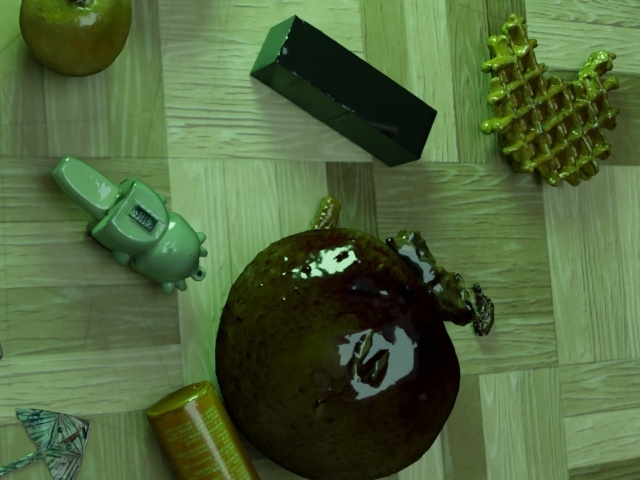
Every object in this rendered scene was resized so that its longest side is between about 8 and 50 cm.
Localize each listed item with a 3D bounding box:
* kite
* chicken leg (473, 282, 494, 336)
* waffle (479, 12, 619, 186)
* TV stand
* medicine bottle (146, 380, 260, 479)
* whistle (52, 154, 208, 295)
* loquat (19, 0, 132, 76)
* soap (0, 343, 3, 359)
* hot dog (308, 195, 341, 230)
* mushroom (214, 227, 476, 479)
[{"bbox_3d":[-0.345,0.267,1.440,0.152,0.005,0.137,-34,101,-29],"label":"kite"},{"bbox_3d":[0.254,0.108,1.815,0.036,0.021,0.083,5,81,-21],"label":"chicken leg"},{"bbox_3d":[0.373,-0.217,1.907,0.293,0.069,0.259,15,78,-32],"label":"waffle"},{"bbox_3d":[0.036,-0.213,1.690,0.270,0.083,0.088,30,70,-24],"label":"TV stand"},{"bbox_3d":[-0.143,0.285,1.507,0.096,0.096,0.191,-30,100,-31],"label":"medicine bottle"},{"bbox_3d":[-0.241,-0.022,1.490,0.244,0.092,0.110,39,67,-23],"label":"whistle"},{"bbox_3d":[-0.305,-0.281,1.455,0.137,0.163,0.163,30,66,8],"label":"loquat"},{"bbox_3d":[-0.482,0.110,1.341,0.203,0.065,0.122,-17,93,-31],"label":"soap"},{"bbox_3d":[0.000,0.000,1.672,0.044,0.028,0.137,35,66,-31],"label":"hot dog"},{"bbox_3d":[0.025,0.129,1.578,0.334,0.356,0.331,-34,114,11],"label":"mushroom"}]
